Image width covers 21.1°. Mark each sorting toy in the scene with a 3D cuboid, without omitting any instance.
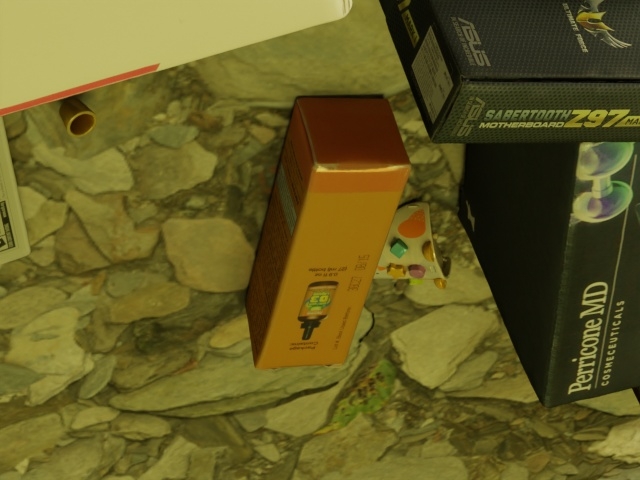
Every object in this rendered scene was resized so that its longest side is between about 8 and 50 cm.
[{"bbox_3d":[0.060,0.013,1.383,0.075,0.045,0.083,-8,143,15],"label":"sorting toy"}]

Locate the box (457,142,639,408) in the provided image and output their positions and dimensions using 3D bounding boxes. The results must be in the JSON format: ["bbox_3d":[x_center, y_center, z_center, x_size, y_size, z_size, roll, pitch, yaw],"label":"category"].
[{"bbox_3d":[0.320,-0.083,1.237,0.395,0.212,0.294,-12,141,-8],"label":"box"}]

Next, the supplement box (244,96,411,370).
[{"bbox_3d":[0.000,0.000,1.305,0.078,0.080,0.233,-1,136,-18],"label":"supplement box"}]

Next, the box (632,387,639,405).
[{"bbox_3d":[0.372,0.119,1.499,0.168,0.203,0.167,-18,141,-2],"label":"box"}]

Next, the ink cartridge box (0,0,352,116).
[{"bbox_3d":[-0.125,-0.208,0.850,0.207,0.283,0.117,-17,137,-4],"label":"ink cartridge box"}]

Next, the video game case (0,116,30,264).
[{"bbox_3d":[-0.298,-0.031,1.165,0.183,0.023,0.201,-20,143,-16],"label":"video game case"}]

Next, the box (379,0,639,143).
[{"bbox_3d":[0.125,-0.162,1.045,0.183,0.233,0.059,-1,143,-22],"label":"box"}]

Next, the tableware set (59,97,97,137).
[{"bbox_3d":[-0.211,-0.088,1.120,0.154,0.024,0.104,-4,133,-41],"label":"tableware set"}]
